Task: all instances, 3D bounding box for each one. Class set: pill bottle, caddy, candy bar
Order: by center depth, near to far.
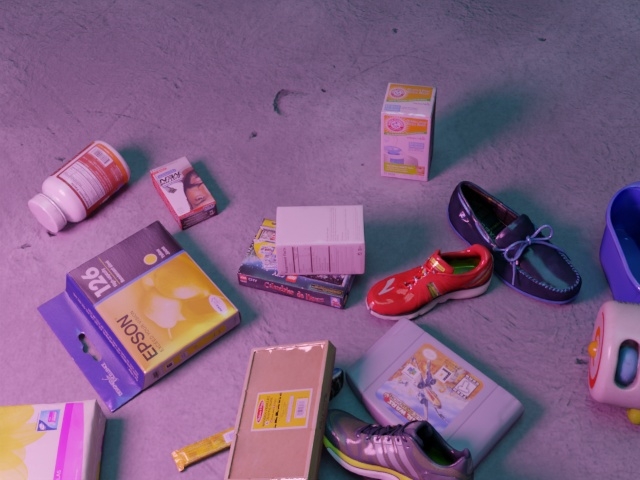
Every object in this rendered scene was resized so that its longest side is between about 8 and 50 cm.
[{"bbox_3d":[-0.191,0.373,1.528,0.161,0.018,0.040,-21,56,-14],"label":"candy bar"},{"bbox_3d":[0.698,0.027,1.654,0.241,0.179,0.341,-6,51,-1],"label":"caddy"},{"bbox_3d":[-0.544,-0.119,1.883,0.121,0.121,0.216,30,59,24],"label":"pill bottle"}]

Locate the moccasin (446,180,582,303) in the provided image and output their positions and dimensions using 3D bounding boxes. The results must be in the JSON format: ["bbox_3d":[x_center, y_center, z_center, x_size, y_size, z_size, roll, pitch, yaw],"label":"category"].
[{"bbox_3d":[0.389,0.002,1.731,0.137,0.117,0.342,-39,59,-25],"label":"moccasin"}]

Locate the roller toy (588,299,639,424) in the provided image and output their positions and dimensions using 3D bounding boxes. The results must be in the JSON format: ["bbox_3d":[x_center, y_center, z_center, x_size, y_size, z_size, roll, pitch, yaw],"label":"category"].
[{"bbox_3d":[0.559,0.205,1.508,0.146,0.191,0.209,9,52,11],"label":"roller toy"}]

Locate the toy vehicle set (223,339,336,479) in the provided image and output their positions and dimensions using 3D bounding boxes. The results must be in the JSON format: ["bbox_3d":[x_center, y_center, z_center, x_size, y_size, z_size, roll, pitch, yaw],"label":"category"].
[{"bbox_3d":[-0.069,0.309,1.491,0.166,0.035,0.267,-9,51,26],"label":"toy vehicle set"}]

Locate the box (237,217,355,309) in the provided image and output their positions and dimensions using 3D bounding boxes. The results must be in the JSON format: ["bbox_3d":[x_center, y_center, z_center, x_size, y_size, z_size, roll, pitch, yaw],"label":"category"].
[{"bbox_3d":[-0.040,0.047,1.767,0.233,0.044,0.159,13,53,13],"label":"box"}]

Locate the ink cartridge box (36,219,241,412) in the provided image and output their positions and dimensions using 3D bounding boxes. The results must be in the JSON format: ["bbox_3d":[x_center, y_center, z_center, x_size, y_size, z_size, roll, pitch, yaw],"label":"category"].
[{"bbox_3d":[-0.372,0.138,1.686,0.307,0.072,0.303,-33,61,-24],"label":"ink cartridge box"}]

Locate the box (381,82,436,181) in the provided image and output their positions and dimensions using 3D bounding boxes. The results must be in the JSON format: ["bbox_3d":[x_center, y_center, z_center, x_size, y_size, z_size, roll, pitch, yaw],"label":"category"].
[{"bbox_3d":[0.198,-0.244,1.886,0.114,0.203,0.103,8,52,10],"label":"box"}]

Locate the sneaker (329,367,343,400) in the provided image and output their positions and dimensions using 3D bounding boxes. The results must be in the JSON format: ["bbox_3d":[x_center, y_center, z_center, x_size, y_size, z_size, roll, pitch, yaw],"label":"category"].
[{"bbox_3d":[-0.031,0.275,1.571,0.162,0.063,0.073,-24,50,-15],"label":"sneaker"}]

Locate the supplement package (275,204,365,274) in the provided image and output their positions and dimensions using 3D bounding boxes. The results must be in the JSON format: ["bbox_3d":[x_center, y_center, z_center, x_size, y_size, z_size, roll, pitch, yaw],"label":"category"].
[{"bbox_3d":[0.000,0.000,1.704,0.179,0.105,0.105,-1,51,2],"label":"supplement package"}]

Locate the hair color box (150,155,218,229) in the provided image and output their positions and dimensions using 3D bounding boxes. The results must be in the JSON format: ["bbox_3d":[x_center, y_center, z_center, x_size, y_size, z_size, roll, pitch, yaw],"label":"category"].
[{"bbox_3d":[-0.312,-0.110,1.905,0.093,0.053,0.167,-25,55,-18],"label":"hair color box"}]

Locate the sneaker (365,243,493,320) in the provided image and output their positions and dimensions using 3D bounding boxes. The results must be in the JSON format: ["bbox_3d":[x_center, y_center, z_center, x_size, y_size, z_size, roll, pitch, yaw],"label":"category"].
[{"bbox_3d":[0.218,0.070,1.685,0.279,0.118,0.107,-19,52,-12],"label":"sneaker"}]

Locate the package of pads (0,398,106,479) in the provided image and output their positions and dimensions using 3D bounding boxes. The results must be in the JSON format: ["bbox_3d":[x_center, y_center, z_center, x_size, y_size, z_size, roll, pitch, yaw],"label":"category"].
[{"bbox_3d":[-0.509,0.428,1.450,0.229,0.101,0.296,-4,50,-1],"label":"package of pads"}]

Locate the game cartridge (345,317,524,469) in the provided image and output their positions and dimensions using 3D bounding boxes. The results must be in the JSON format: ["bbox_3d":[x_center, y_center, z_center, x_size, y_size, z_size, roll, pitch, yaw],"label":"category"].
[{"bbox_3d":[0.200,0.290,1.552,0.297,0.062,0.198,35,57,27],"label":"game cartridge"}]

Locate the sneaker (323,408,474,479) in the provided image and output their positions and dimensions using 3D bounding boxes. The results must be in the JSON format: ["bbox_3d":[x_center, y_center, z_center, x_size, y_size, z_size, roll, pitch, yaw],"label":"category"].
[{"bbox_3d":[0.135,0.351,1.438,0.300,0.121,0.111,21,27,22],"label":"sneaker"}]
